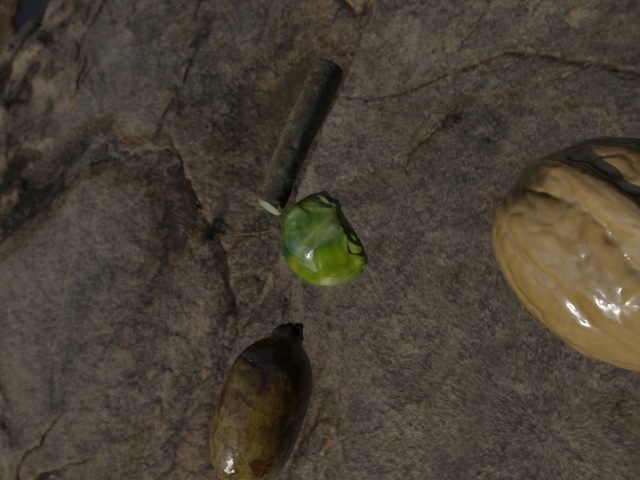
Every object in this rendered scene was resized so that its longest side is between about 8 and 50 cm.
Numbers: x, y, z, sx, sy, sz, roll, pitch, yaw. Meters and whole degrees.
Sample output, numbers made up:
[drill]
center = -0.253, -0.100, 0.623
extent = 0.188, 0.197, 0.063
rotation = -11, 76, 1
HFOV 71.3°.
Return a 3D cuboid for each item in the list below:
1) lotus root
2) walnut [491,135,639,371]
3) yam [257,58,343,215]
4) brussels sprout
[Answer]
[lotus root]
center = -0.084, 0.247, 0.692
extent = 0.129, 0.145, 0.260
rotation = 10, 73, 40
[walnut]
center = 0.315, 0.009, 0.479
extent = 0.225, 0.225, 0.261
rotation = -39, 67, 7
[yam]
center = -0.034, -0.172, 0.720
extent = 0.061, 0.061, 0.274
rotation = 14, 75, 31
[brussels sprout]
center = -0.003, 0.004, 0.734
extent = 0.122, 0.149, 0.151
rotation = -24, 66, -4
